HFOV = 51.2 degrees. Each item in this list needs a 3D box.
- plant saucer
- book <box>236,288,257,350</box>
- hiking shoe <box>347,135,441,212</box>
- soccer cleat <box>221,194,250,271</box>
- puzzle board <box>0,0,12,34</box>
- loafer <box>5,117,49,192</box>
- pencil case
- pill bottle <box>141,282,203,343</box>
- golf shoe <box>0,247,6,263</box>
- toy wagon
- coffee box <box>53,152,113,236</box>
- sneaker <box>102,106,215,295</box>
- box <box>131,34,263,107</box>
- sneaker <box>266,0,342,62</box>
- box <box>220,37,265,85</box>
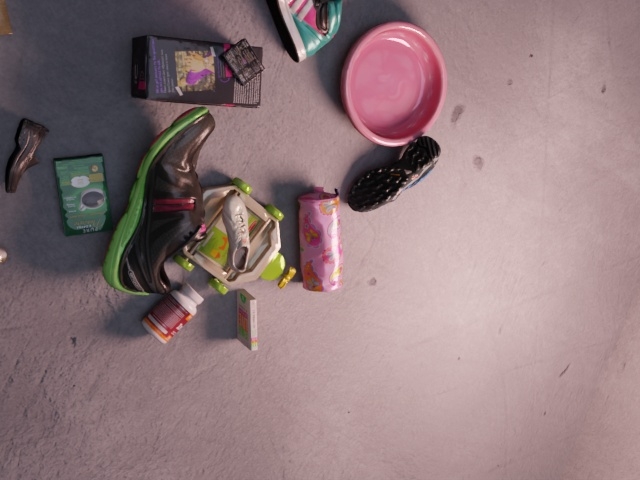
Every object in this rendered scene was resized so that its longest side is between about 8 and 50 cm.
[{"bbox_3d":[0.193,-0.430,1.842,0.332,0.084,0.331,-7,106,-26],"label":"plant saucer"},{"bbox_3d":[-0.195,0.213,1.804,0.035,0.096,0.144,-7,106,-25],"label":"book"},{"bbox_3d":[0.218,-0.167,1.908,0.304,0.113,0.132,-33,160,3],"label":"hiking shoe"},{"bbox_3d":[-0.205,-0.016,1.670,0.068,0.076,0.196,-9,107,-26],"label":"soccer cleat"},{"bbox_3d":[-0.723,-0.476,1.397,0.128,0.011,0.096,-14,111,-23],"label":"puzzle board"},{"bbox_3d":[-0.654,-0.182,1.483,0.061,0.062,0.170,17,97,-35],"label":"loafer"},{"bbox_3d":[0.000,0.000,1.839,0.124,0.124,0.283,-12,108,-24],"label":"pencil case"},{"bbox_3d":[-0.375,0.183,1.709,0.152,0.086,0.086,-46,119,-9],"label":"pill bottle"},{"bbox_3d":[-0.783,0.007,1.462,0.186,0.067,0.085,13,96,-29],"label":"golf shoe"},{"bbox_3d":[-0.212,0.011,1.759,0.344,0.068,0.267,40,84,-30],"label":"toy wagon"},{"bbox_3d":[-0.555,-0.106,1.565,0.113,0.040,0.184,-11,108,-24],"label":"coffee box"},{"bbox_3d":[-0.347,-0.088,1.583,0.202,0.185,0.482,22,103,-11],"label":"sneaker"},{"bbox_3d":[-0.288,-0.389,1.555,0.271,0.165,0.143,-1,103,-27],"label":"box"},{"bbox_3d":[-0.035,-0.611,1.649,0.179,0.124,0.295,-29,123,-13],"label":"sneaker"},{"bbox_3d":[-0.174,-0.401,1.505,0.067,0.018,0.083,-43,118,-14],"label":"box"}]
